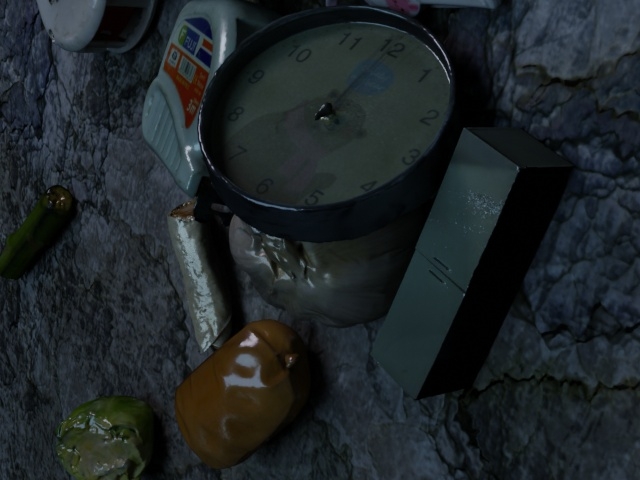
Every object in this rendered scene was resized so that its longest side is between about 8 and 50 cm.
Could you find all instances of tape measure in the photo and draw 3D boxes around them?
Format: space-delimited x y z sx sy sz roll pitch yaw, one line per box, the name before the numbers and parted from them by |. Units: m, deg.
tape measure | -0.335 -0.405 1.559 0.265 0.130 0.258 -49 59 42
tape measure | -0.116 -0.169 1.276 0.243 0.125 0.246 44 115 56

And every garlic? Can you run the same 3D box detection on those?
garlic | -0.002 -0.003 1.135 0.228 0.152 0.228 12 124 19

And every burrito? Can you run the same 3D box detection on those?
burrito | -0.158 0.048 1.428 0.060 0.087 0.226 -14 84 7

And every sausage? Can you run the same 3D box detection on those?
sausage | -0.098 0.194 1.327 0.136 0.120 0.241 53 133 14

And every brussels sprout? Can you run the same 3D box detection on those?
brussels sprout | -0.320 0.305 1.619 0.151 0.122 0.149 18 120 12

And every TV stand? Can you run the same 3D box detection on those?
TV stand | 0.145 0.025 1.033 0.083 0.088 0.269 44 126 40

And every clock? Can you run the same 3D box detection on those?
clock | 0.010 -0.127 1.064 0.280 0.280 0.055 51 171 35

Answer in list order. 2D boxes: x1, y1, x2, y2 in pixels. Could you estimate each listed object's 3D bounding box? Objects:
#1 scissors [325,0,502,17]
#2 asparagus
scissors | 0.089 -0.259 1.098 0.242 0.030 0.118 17 140 41
asparagus | -0.509 -0.010 1.870 0.278 0.060 0.067 -37 84 46
